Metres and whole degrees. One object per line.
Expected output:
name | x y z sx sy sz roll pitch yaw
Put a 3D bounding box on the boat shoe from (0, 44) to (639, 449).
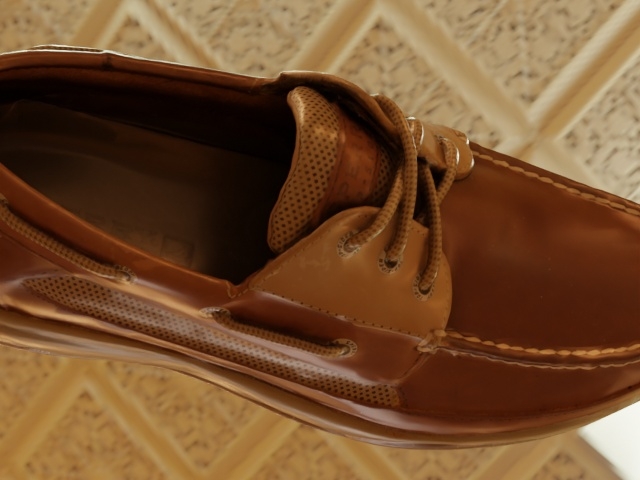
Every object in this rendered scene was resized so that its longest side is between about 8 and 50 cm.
boat shoe | 0.000 0.000 0.707 0.324 0.123 0.116 7 -27 -11
